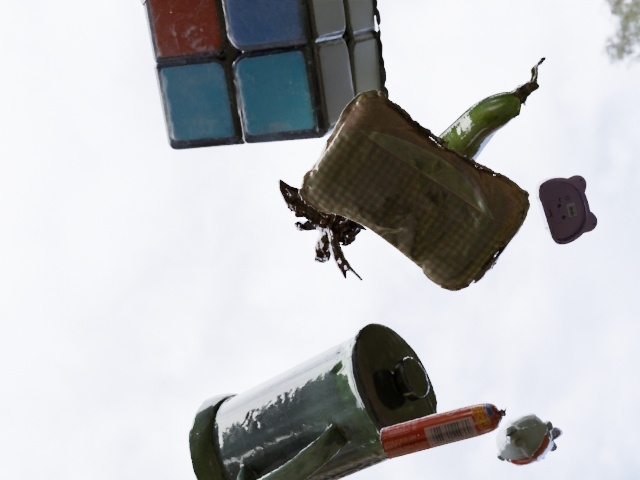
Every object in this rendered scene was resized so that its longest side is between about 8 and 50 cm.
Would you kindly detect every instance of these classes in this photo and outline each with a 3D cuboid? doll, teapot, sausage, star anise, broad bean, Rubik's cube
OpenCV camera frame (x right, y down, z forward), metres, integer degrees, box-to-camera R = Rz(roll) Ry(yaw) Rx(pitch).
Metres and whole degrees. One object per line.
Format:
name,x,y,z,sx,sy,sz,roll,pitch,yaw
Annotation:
doll,0.328,0.319,1.473,0.102,0.075,0.227,-41,-33,11
teapot,-0.011,0.261,1.278,0.200,0.337,0.270,58,-151,-3
sausage,0.126,0.188,0.936,0.034,0.129,0.034,-19,-90,-76
star anise,0.007,-0.004,1.354,0.144,0.140,0.158,-64,-37,-49
broad bean,0.169,-0.102,1.185,0.075,0.325,0.067,3,-127,-37
Rubik's cube,-0.089,-0.342,1.633,0.313,0.318,0.316,-36,-59,-61

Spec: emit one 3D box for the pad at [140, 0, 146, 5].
pad,-0.219,-0.510,1.313,0.005,0.300,0.202,4,-134,-39

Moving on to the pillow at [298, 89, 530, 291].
pillow,0.095,-0.046,0.919,0.211,0.034,0.135,32,-76,-4

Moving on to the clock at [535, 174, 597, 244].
clock,0.542,-0.075,2.060,0.110,0.050,0.153,-19,-78,4
